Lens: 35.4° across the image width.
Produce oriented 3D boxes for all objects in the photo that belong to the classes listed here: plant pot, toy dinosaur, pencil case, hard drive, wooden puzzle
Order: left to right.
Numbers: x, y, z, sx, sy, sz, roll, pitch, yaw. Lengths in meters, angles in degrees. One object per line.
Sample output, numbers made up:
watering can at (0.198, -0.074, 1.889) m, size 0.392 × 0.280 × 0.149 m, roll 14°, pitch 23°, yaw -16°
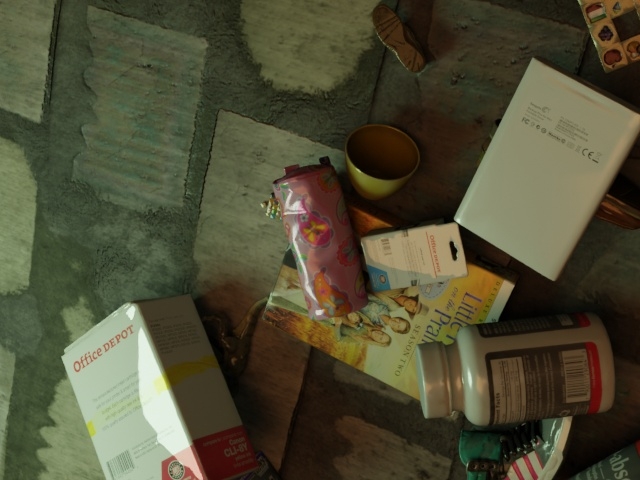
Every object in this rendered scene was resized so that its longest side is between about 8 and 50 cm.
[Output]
toy dinosaur at (-0.191, 0.208, 2.056) m, size 0.118 × 0.064 × 0.268 m, roll 24°, pitch 110°, yaw 9°
wooden puzzle at (-0.077, -0.062, 1.947) m, size 0.083 × 0.006 × 0.049 m, roll 19°, pitch 113°, yaw 14°
pencil case at (0.000, 0.000, 1.812) m, size 0.124 × 0.124 × 0.284 m, roll -12°, pitch 100°, yaw 24°
plant pot at (0.102, -0.128, 1.800) m, size 0.134 × 0.134 × 0.095 m, roll 28°, pitch 143°, yaw 11°
hard drive at (0.367, -0.114, 1.627) m, size 0.203 × 0.040 × 0.308 m, roll 33°, pitch 119°, yaw 19°

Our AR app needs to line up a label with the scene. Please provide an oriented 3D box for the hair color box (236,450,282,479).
hair color box at (-0.251, 0.597, 2.132) m, size 0.338 × 0.185 × 0.110 m, roll -34°, pitch 92°, yaw 26°

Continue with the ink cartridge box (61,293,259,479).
ink cartridge box at (-0.326, 0.336, 2.011) m, size 0.279 × 0.160 × 0.385 m, roll -33°, pitch 74°, yaw 36°

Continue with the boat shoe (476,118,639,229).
boat shoe at (0.410, -0.092, 1.700) m, size 0.307 × 0.110 × 0.105 m, roll 33°, pitch 120°, yaw 19°

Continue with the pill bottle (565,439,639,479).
pill bottle at (0.584, 0.448, 1.730) m, size 0.362 × 0.210 × 0.210 m, roll -34°, pitch 93°, yaw 16°

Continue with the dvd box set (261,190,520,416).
dvd box set at (0.123, 0.110, 1.894) m, size 0.420 × 0.062 × 0.308 m, roll 27°, pitch 114°, yaw 12°

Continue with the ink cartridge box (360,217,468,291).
ink cartridge box at (0.173, 0.023, 1.781) m, size 0.180 × 0.060 × 0.104 m, roll -10°, pitch 100°, yaw 22°

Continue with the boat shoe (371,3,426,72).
boat shoe at (0.136, -0.350, 1.747) m, size 0.050 × 0.045 × 0.135 m, roll -31°, pitch 96°, yaw 17°

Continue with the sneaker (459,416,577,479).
sneaker at (0.351, 0.381, 1.867) m, size 0.178 × 0.124 × 0.296 m, roll 21°, pitch 115°, yaw 3°

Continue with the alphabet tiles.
alphabet tiles at (0.534, -0.402, 1.596) m, size 0.237 × 0.009 × 0.198 m, roll -19°, pitch 99°, yaw 25°

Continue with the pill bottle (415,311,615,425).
pill bottle at (0.330, 0.225, 1.734) m, size 0.318 × 0.176 × 0.177 m, roll -6°, pitch 106°, yaw 1°
